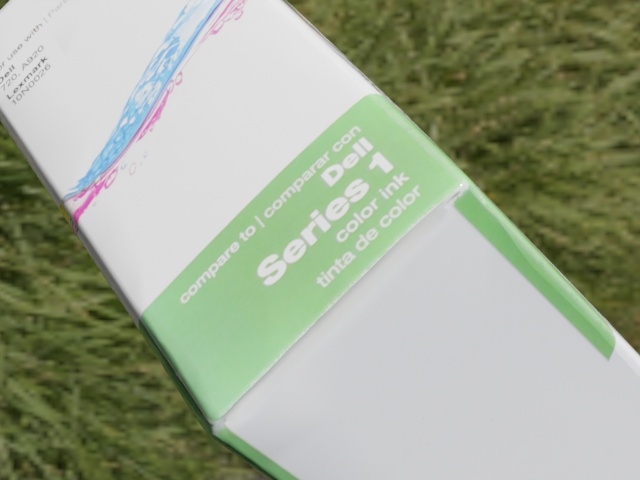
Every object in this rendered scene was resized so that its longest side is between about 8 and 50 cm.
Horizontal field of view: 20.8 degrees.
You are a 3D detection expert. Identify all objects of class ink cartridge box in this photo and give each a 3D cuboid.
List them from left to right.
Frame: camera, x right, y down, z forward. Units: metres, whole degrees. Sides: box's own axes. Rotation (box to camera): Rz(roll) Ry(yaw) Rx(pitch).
[{"bbox_3d":[0.000,0.000,0.690,0.117,0.278,0.201,-45,131,4],"label":"ink cartridge box"}]
